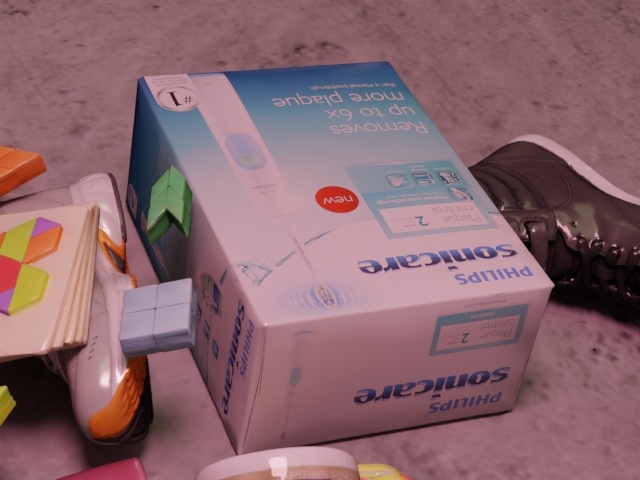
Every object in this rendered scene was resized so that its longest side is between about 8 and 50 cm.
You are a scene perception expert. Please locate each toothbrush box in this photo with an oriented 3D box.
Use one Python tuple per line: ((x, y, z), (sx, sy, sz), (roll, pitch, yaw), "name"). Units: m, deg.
((0.000, 0.000, 1.083), (0.216, 0.126, 0.295), (-6, 41, -21), "toothbrush box")

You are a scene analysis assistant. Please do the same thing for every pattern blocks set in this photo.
((-0.237, 0.032, 0.961), (0.325, 0.026, 0.285), (-17, 41, 0), "pattern blocks set")

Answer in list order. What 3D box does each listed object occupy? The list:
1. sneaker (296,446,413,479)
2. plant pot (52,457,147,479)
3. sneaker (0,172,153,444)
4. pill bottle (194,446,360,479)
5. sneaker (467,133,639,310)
((0.049, 0.177, 0.898), (0.208, 0.081, 0.094), (20, 35, 13), "sneaker")
((-0.145, 0.226, 0.709), (0.180, 0.201, 0.201), (-17, 43, -10), "plant pot")
((-0.184, 0.052, 1.007), (0.121, 0.099, 0.262), (-9, 34, -10), "sneaker")
((-0.015, 0.204, 0.793), (0.094, 0.094, 0.169), (-2, 69, -17), "pill bottle")
((0.206, 0.020, 1.134), (0.147, 0.104, 0.296), (-24, 43, -35), "sneaker")
